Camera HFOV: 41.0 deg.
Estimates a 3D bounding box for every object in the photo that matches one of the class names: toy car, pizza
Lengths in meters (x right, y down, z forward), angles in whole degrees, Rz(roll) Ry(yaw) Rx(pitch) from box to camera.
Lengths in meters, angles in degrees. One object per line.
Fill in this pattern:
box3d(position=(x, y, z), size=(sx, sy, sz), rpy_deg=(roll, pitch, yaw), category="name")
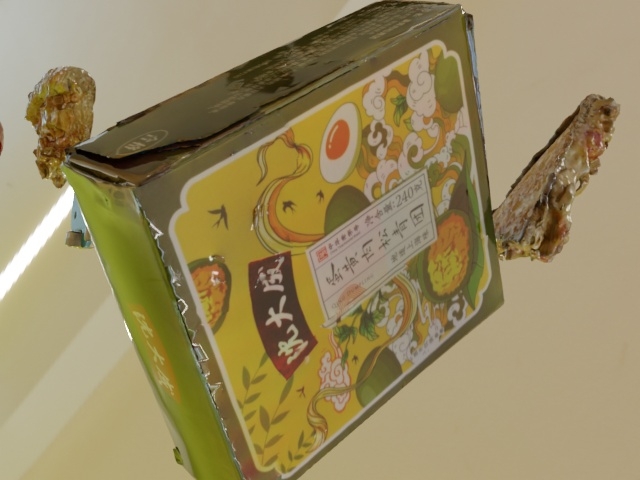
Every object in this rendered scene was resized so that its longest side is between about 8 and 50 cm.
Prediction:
box3d(position=(-0.281, -0.050, 1.169), size=(0.161, 0.098, 0.126), rpy_deg=(-3, -97, 55), category="toy car")
box3d(position=(0.302, -0.076, 1.078), size=(0.251, 0.074, 0.287), rpy_deg=(-58, -178, 4), category="pizza")
box3d(position=(-0.357, -0.149, 1.148), size=(0.182, 0.062, 0.161), rpy_deg=(8, -79, 53), category="pizza")

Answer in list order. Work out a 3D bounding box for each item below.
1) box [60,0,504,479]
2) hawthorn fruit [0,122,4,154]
box3d(position=(0.000, 0.000, 0.870), size=(0.420, 0.373, 0.138), rpy_deg=(-34, -144, -31), category="box")
box3d(position=(-0.266, -0.072, 0.597), size=(0.093, 0.093, 0.093), rpy_deg=(-20, -123, 35), category="hawthorn fruit")
